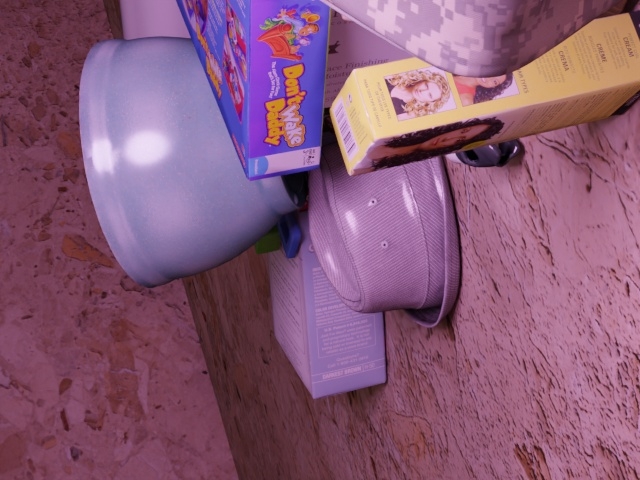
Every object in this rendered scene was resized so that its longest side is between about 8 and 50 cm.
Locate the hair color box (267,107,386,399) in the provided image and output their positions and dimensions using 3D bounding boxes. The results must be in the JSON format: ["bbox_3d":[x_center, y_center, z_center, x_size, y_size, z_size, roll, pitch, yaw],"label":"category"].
[{"bbox_3d":[0.000,0.000,1.761,0.185,0.114,0.374,-129,30,-59],"label":"hair color box"}]

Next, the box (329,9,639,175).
[{"bbox_3d":[0.130,-0.108,0.969,0.087,0.232,0.058,126,128,-72],"label":"box"}]

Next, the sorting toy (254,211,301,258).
[{"bbox_3d":[-0.097,-0.138,1.704,0.196,0.047,0.347,135,123,-72],"label":"sorting toy"}]

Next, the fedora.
[{"bbox_3d":[0.059,-0.028,1.500,0.244,0.124,0.275,178,81,-74],"label":"fedora"}]

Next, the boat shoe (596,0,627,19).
[{"bbox_3d":[0.199,-0.185,1.015,0.153,0.056,0.048,107,179,-70],"label":"boat shoe"}]

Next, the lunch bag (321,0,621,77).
[{"bbox_3d":[0.118,-0.272,0.737,0.213,0.305,0.256,35,138,25],"label":"lunch bag"}]

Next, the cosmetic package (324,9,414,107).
[{"bbox_3d":[0.040,-0.253,1.349,0.183,0.151,0.151,103,152,-60],"label":"cosmetic package"}]

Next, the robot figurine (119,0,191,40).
[{"bbox_3d":[-0.223,-0.393,2.115,0.300,0.200,0.353,33,136,42],"label":"robot figurine"}]

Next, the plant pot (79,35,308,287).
[{"bbox_3d":[-0.127,-0.105,1.511,0.293,0.196,0.293,-10,-90,-78],"label":"plant pot"}]

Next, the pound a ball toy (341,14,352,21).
[{"bbox_3d":[0.089,-0.352,1.111,0.319,0.136,0.208,115,144,-65],"label":"pound a ball toy"}]

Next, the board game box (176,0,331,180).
[{"bbox_3d":[-0.082,-0.265,1.340,0.233,0.078,0.347,95,159,-47],"label":"board game box"}]

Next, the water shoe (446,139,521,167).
[{"bbox_3d":[0.152,-0.167,1.205,0.080,0.073,0.203,14,116,43],"label":"water shoe"}]
